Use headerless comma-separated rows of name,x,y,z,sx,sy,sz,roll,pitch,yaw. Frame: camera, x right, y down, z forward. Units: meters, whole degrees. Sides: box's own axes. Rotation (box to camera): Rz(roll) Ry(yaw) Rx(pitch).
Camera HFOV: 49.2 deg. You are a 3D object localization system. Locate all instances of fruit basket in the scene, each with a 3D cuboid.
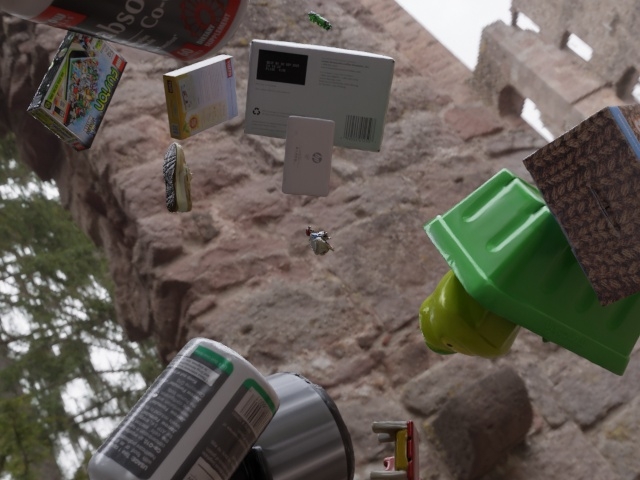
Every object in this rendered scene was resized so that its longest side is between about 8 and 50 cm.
fruit basket,0.322,0.105,1.192,0.391,0.283,0.392,-7,-58,-11

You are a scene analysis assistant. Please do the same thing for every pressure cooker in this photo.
pressure cooker,-0.182,0.523,1.603,0.420,0.375,0.370,-11,-58,-40

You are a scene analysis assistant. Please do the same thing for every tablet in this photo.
tablet,-0.013,-0.091,0.758,0.054,0.006,0.083,3,-83,-20

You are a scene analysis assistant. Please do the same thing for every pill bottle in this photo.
pill bottle,-0.246,0.355,1.150,0.361,0.204,0.204,-51,-21,-29
pill bottle,-0.274,-0.350,0.827,0.362,0.210,0.210,2,-47,-48

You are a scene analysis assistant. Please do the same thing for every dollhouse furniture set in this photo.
dollhouse furniture set,0.172,0.512,1.161,0.152,0.374,0.201,-5,-35,14

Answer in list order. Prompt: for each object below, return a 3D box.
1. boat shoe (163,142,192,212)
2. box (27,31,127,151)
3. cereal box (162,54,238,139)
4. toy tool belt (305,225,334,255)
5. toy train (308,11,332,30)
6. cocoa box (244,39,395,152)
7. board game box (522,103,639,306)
boat shoe,-0.263,-0.115,1.306,0.045,0.136,0.050,9,-17,-42
box,-0.419,-0.272,1.220,0.036,0.207,0.114,-9,-35,31
cereal box,-0.317,-0.389,1.883,0.240,0.047,0.173,-37,-46,-48
toy tool belt,0.000,0.000,1.714,0.051,0.083,0.052,-2,-49,-24
toy train,-0.001,-0.512,1.626,0.017,0.083,0.024,-37,-42,-12
cocoa box,-0.004,-0.373,1.773,0.346,0.228,0.232,7,-74,-1
board game box,0.468,-0.065,1.010,0.290,0.232,0.141,-15,-15,-45
